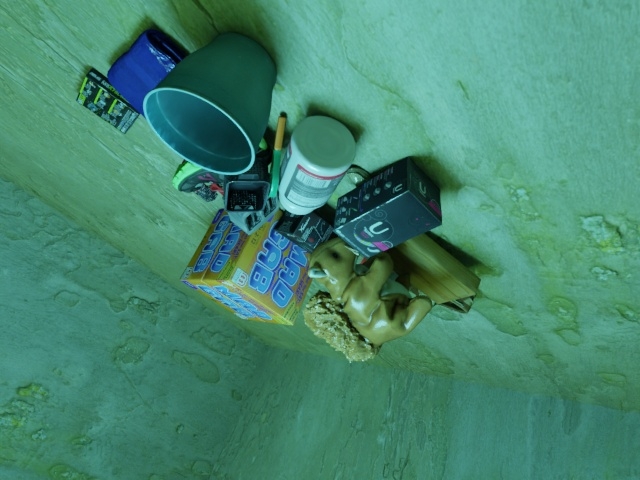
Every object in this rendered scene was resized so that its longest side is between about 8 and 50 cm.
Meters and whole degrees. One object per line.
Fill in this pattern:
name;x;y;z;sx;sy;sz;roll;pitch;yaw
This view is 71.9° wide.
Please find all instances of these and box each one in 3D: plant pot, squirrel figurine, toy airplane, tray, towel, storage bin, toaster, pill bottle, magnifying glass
plant pot;-0.236;-0.344;1.064;0.272;0.255;0.271;17;153;9
squirrel figurine;0.091;0.190;1.460;0.370;0.397;0.281;33;-165;-12
toy airplane;-0.385;-0.198;1.715;0.151;0.028;0.151;17;155;8
tray;0.333;0.066;1.544;0.411;0.076;0.203;38;151;-10
towel;-0.457;-0.449;1.254;0.308;0.076;0.227;-7;135;46
storage bin;-0.222;-0.161;1.306;0.122;0.084;0.180;-2;156;-16
toaster;-0.245;-0.127;1.562;0.110;0.168;0.185;40;159;19
pill bottle;-0.029;-0.196;1.273;0.176;0.176;0.318;25;154;-6
magnifying glass;-0.125;-0.237;1.266;0.026;0.231;0.092;4;-160;-14

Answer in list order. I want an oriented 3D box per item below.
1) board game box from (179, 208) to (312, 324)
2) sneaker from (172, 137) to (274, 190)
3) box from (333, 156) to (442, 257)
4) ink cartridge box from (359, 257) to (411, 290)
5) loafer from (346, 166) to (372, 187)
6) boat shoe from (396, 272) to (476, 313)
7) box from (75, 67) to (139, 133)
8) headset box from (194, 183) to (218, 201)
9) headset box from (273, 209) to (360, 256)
board game box;-0.273;0.098;1.812;0.356;0.356;0.356;-5;143;45
sneaker;-0.326;-0.230;1.434;0.202;0.185;0.483;41;150;-26
box;0.191;-0.086;1.275;0.270;0.143;0.165;-29;127;37
ink cartridge box;0.243;0.157;1.782;0.225;0.056;0.181;42;155;11
loafer;0.134;-0.168;1.345;0.148;0.050;0.056;35;151;-26
boat shoe;0.440;0.203;1.735;0.324;0.120;0.122;13;152;18
box;-0.696;-0.451;1.456;0.184;0.045;0.191;38;151;-24
headset box;-0.467;-0.194;1.780;0.062;0.032;0.083;-9;139;46
headset box;0.000;0.000;1.633;0.293;0.110;0.218;34;171;-25
